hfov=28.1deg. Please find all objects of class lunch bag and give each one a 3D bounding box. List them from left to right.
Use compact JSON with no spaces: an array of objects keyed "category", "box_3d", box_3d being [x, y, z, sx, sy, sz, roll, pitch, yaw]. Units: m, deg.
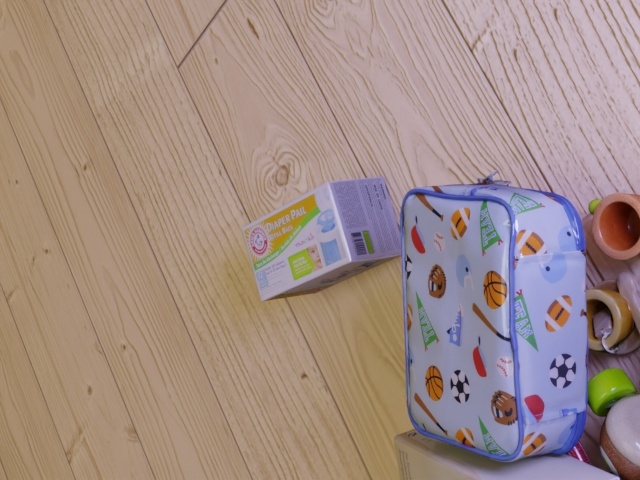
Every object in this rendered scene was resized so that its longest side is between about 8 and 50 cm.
[{"category":"lunch bag","box_3d":[0.179,0.076,1.387,0.243,0.114,0.304,10,102,61]}]

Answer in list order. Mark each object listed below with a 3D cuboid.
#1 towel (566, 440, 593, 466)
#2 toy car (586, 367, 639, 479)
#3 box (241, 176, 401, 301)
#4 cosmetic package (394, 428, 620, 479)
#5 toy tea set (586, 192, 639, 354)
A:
[{"category":"towel","box_3d":[0.282,0.346,1.449,0.329,0.037,0.237,66,159,19]},{"category":"toy car","box_3d":[0.345,0.248,1.363,0.188,0.148,0.155,107,147,-41]},{"category":"box","box_3d":[0.000,0.000,1.733,0.203,0.103,0.114,-27,76,47]},{"category":"cosmetic package","box_3d":[0.207,0.308,1.414,0.309,0.113,0.160,-168,65,-67]},{"category":"toy tea set","box_3d":[0.319,0.035,1.360,0.336,0.124,0.200,-13,86,49]}]
